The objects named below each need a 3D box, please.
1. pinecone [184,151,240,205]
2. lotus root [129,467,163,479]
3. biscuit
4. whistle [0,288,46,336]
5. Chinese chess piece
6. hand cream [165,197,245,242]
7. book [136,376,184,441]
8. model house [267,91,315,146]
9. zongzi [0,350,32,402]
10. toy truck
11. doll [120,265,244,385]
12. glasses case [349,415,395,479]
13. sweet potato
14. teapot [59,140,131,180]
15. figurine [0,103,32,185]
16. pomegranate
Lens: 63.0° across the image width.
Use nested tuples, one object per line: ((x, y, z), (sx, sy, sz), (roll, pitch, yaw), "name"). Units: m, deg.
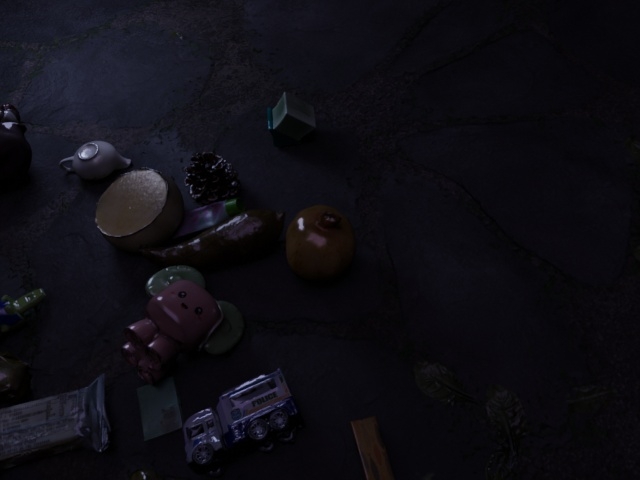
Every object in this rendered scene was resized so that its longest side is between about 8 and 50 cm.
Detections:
((-0.332, -0.189, 1.562), (0.163, 0.165, 0.162), (-6, 61, 10), "pinecone")
((-0.367, 0.585, 1.152), (0.089, 0.080, 0.179), (-36, 57, 0), "lotus root")
((-0.661, 0.454, 1.261), (0.309, 0.079, 0.186), (-15, 61, -4), "biscuit")
((-0.861, 0.205, 1.426), (0.227, 0.085, 0.105), (-34, 57, -15), "whistle")
((-0.530, -0.090, 1.536), (0.257, 0.104, 0.257), (-8, 58, 14), "Chinese chess piece")
((-0.353, -0.062, 1.530), (0.275, 0.050, 0.079), (-17, 30, 18), "hand cream")
((-0.395, 0.414, 1.294), (0.103, 0.017, 0.135), (-19, 59, -5), "book")
((-0.106, -0.378, 1.679), (0.127, 0.149, 0.100), (20, 48, -35), "model house")
((-0.882, 0.275, 1.266), (0.274, 0.299, 0.145), (1, 40, 7), "zongzi")
((-0.184, 0.421, 1.210), (0.268, 0.124, 0.155), (-22, 52, -9), "toy truck")
((-0.359, 0.208, 1.339), (0.284, 0.216, 0.268), (44, 46, 9), "doll")
((0.118, 0.492, 1.183), (0.065, 0.041, 0.169), (-9, 58, -13), "glasses case")
((-0.292, 0.010, 1.468), (0.423, 0.130, 0.130), (-17, 59, 2), "sweet potato")
((-0.740, -0.261, 1.694), (0.227, 0.092, 0.145), (-5, 58, 6), "teapot")
((-1.060, -0.341, 1.702), (0.218, 0.206, 0.364), (-16, 58, -13), "figurine")
((-0.003, 0.009, 1.397), (0.207, 0.207, 0.207), (-3, 59, 4), "pomegranate")
